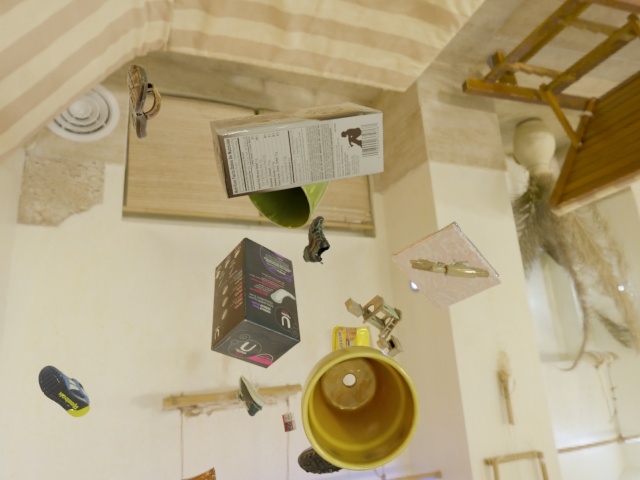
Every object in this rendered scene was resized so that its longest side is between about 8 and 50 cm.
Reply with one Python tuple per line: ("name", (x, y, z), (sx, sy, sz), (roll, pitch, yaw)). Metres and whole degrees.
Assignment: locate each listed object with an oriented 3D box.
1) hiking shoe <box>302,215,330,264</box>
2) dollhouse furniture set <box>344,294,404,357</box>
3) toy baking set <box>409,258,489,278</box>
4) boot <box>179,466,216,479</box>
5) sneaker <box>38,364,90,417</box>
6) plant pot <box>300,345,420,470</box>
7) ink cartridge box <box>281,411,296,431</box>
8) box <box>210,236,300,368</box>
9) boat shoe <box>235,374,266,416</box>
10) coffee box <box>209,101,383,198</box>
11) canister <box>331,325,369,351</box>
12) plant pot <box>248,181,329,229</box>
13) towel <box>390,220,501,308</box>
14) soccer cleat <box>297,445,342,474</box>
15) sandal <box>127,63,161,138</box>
("hiking shoe", (0.000, 0.000, 2.033), (0.114, 0.226, 0.086), (10, 170, 22))
("dollhouse furniture set", (0.192, 0.259, 1.414), (0.101, 0.161, 0.182), (-43, 126, 15))
("toy baking set", (0.367, 0.070, 1.221), (0.256, 0.030, 0.197), (7, -172, -6))
("boot", (-0.504, 0.970, 1.763), (0.153, 0.072, 0.197), (6, 137, -29))
("sneaker", (-0.585, 0.339, 1.009), (0.053, 0.144, 0.059), (-32, -159, -9))
("plant pot", (0.079, 0.363, 1.045), (0.254, 0.253, 0.239), (-3, 179, -4))
("ink cartridge box", (-0.113, 0.657, 1.598), (0.029, 0.062, 0.115), (-14, 159, 0))
("box", (-0.164, 0.154, 1.108), (0.165, 0.270, 0.143), (30, 121, -31))
("boat shoe", (-0.303, 0.649, 1.851), (0.095, 0.079, 0.254), (47, 168, -29))
("coffee box", (-0.050, -0.180, 0.845), (0.297, 0.118, 0.168), (-11, -155, -13))
("canister", (0.126, 0.424, 1.862), (0.073, 0.126, 0.170), (10, 166, -33))
("plant pot", (-0.070, -0.234, 1.541), (0.275, 0.293, 0.274), (23, 140, 21))
("towel", (0.507, 0.111, 1.800), (0.317, 0.053, 0.332), (-33, 106, 35))
("soccer cleat", (0.076, 0.644, 1.411), (0.318, 0.108, 0.116), (-26, -160, 9))
("sandal", (-0.363, -0.284, 0.920), (0.060, 0.089, 0.219), (-11, 164, -23))
